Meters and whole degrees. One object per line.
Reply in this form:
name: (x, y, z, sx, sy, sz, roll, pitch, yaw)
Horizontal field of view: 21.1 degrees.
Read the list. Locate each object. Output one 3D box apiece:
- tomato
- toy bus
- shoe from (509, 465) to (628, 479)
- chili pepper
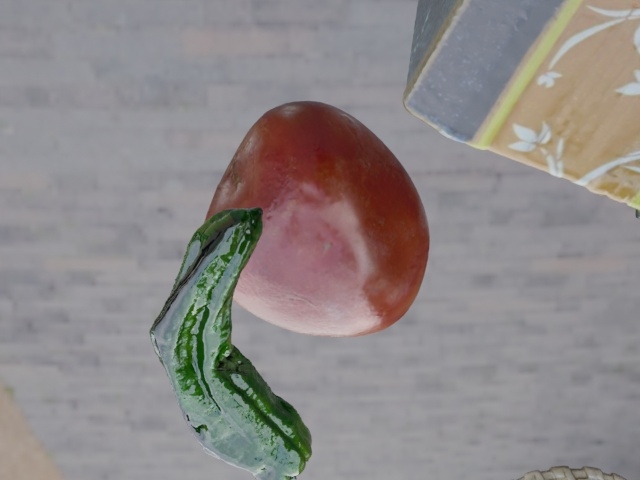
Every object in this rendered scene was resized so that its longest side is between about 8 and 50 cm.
tomato: (0.008, -0.003, 1.258, 0.174, 0.166, 0.082, 27, -172, -16)
toy bus: (0.162, -0.188, 0.960, 0.194, 0.323, 0.162, 18, 138, -10)
shoe: (0.170, 0.167, 0.935, 0.180, 0.089, 0.092, 7, 179, 10)
chili pepper: (-0.053, 0.063, 0.959, 0.073, 0.050, 0.182, -5, 126, 10)
